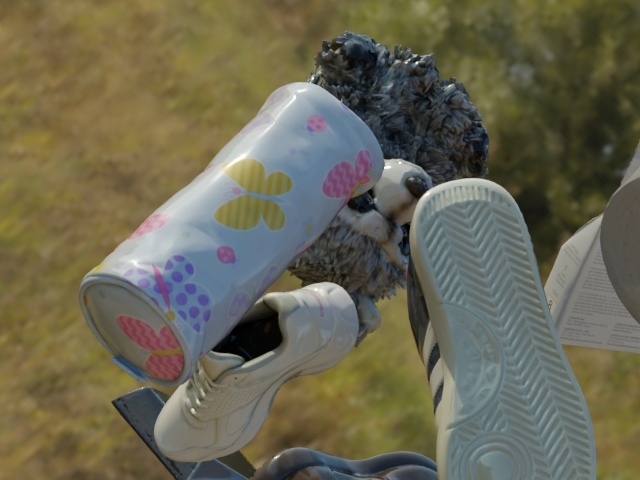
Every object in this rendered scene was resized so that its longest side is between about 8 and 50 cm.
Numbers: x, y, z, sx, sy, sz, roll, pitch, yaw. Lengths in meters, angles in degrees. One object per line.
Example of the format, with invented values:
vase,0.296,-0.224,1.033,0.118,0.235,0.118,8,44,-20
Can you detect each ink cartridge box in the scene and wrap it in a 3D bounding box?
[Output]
ink cartridge box,0.325,0.004,1.876,0.181,0.224,0.056,8,24,-27

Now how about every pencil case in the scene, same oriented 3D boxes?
pencil case,-0.068,-0.007,1.533,0.113,0.273,0.124,41,-33,5

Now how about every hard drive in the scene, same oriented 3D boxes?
hard drive,-0.136,0.264,2.337,0.172,0.054,0.255,45,1,32

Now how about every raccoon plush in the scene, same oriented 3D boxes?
raccoon plush,0.000,0.000,1.991,0.216,0.299,0.446,32,-33,-3

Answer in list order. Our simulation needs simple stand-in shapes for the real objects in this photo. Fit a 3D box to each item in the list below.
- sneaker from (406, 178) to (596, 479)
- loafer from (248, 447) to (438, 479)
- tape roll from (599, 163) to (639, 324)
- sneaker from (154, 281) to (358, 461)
sneaker,0.148,0.130,1.622,0.148,0.131,0.350,88,-4,-70
loafer,0.052,0.321,2.166,0.366,0.134,0.130,10,31,-53
tape roll,0.335,0.014,1.563,0.219,0.072,0.219,29,-37,24
sneaker,-0.081,0.110,1.701,0.115,0.232,0.090,13,40,-51
